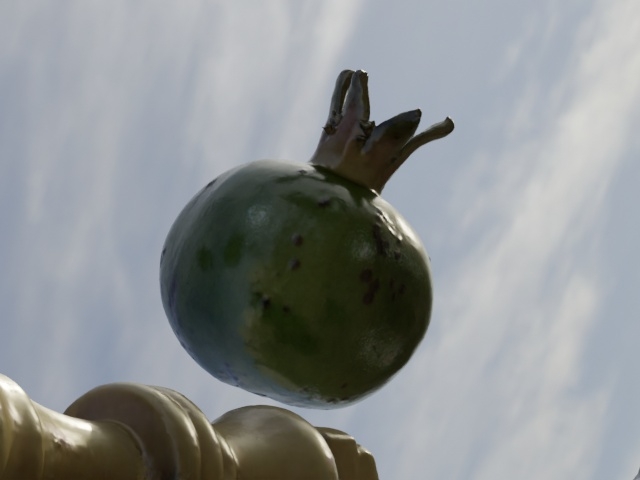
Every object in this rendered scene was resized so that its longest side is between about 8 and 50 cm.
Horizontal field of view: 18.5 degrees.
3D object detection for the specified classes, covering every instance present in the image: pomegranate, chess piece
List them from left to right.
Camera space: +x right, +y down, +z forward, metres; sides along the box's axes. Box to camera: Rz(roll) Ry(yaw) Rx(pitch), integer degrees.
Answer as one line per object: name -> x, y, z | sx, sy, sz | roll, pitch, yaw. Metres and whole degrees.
chess piece -> -0.093, 0.120, 1.011 | 0.397, 0.117, 0.117 | 16, -84, -51
pomegranate -> 0.000, 0.000, 1.288 | 0.224, 0.181, 0.181 | -62, -22, -8

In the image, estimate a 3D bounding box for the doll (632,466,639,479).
doll -> 0.170, 0.146, 0.923 | 0.145, 0.103, 0.316 | -23, -14, -10
